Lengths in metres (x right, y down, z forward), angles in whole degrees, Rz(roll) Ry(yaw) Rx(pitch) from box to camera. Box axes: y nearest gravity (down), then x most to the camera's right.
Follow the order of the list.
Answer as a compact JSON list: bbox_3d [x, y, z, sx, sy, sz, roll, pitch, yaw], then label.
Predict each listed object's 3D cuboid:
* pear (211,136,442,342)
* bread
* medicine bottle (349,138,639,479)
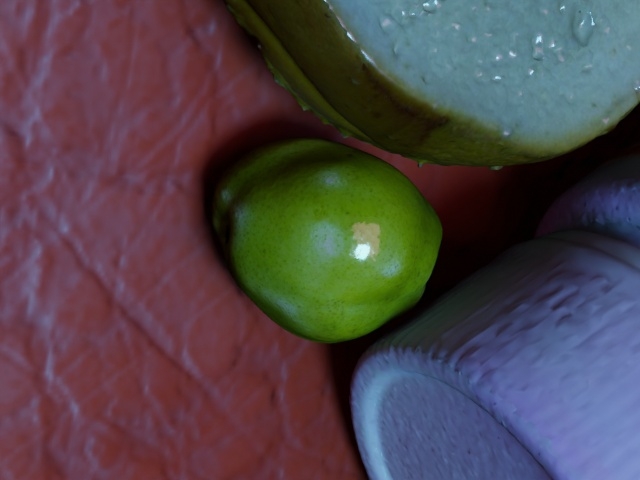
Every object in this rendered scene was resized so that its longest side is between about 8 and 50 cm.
[{"bbox_3d":[0.000,0.000,0.575,0.097,0.092,0.092,22,90,6],"label":"pear"},{"bbox_3d":[0.063,-0.141,0.563,0.236,0.070,0.236,0,90,-33],"label":"bread"},{"bbox_3d":[0.220,0.034,0.647,0.388,0.219,0.219,-31,118,-22],"label":"medicine bottle"}]
